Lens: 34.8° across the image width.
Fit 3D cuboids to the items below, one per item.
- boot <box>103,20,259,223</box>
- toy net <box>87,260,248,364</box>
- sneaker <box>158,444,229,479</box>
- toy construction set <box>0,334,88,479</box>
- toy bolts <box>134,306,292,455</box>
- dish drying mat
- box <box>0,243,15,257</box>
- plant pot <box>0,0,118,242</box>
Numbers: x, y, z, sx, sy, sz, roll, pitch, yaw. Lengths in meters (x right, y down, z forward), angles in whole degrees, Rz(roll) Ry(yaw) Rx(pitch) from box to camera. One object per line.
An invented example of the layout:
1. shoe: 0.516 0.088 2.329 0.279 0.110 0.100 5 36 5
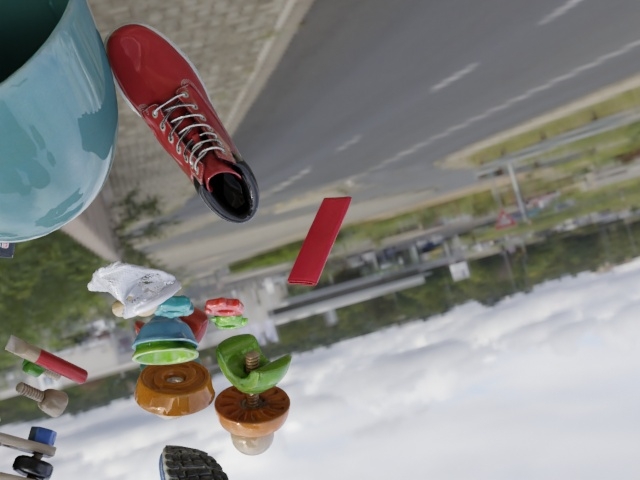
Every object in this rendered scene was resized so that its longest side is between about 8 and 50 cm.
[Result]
1. boot: -0.149 -0.132 1.123 0.088 0.244 0.176 -35 -163 -1
2. toy net: -0.141 0.071 0.962 0.122 0.045 0.232 -5 161 6
3. sneaker: -0.220 0.490 1.699 0.130 0.330 0.147 18 127 -38
4. toy construction set: -0.520 0.269 1.484 0.237 0.309 0.257 36 174 -37
5. toy bolts: -0.177 0.210 1.370 0.218 0.158 0.228 -18 -148 -40
6. dish drying mat: 0.000 0.000 0.841 0.032 0.083 0.008 -1 146 44
7. box: -0.530 -0.081 1.502 0.175 0.220 0.051 4 -149 -25
8. plant pot: -0.343 -0.136 1.043 0.293 0.293 0.235 -16 141 2
